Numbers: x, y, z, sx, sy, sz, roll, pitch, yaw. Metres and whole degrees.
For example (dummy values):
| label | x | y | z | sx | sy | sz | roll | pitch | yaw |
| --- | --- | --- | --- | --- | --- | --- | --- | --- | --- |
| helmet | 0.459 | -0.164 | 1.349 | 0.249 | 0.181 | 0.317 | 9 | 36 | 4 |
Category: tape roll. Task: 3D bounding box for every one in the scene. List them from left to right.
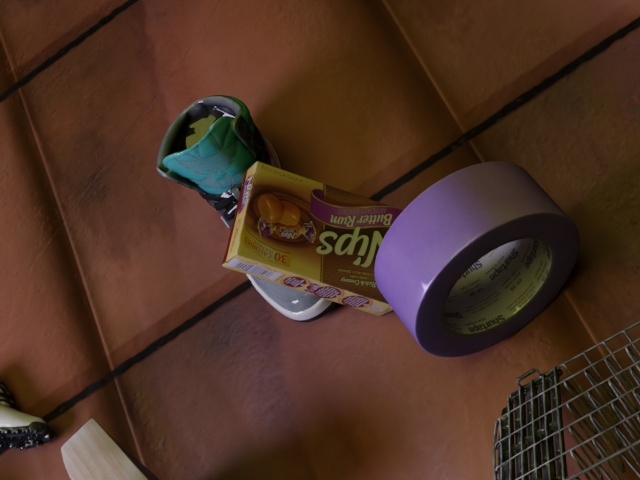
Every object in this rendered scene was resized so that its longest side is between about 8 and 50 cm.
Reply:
| label | x | y | z | sx | sy | sz | roll | pitch | yaw |
| --- | --- | --- | --- | --- | --- | --- | --- | --- | --- |
| tape roll | 0.152 | 0.020 | 1.328 | 0.189 | 0.189 | 0.080 | -40 | 54 | 7 |

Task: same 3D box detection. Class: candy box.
| label | x | y | z | sx | sy | sz | roll | pitch | yaw |
| --- | --- | --- | --- | --- | --- | --- | --- | --- | --- |
| candy box | 0.000 | 0.000 | 1.436 | 0.053 | 0.187 | 0.109 | 143 | 142 | -64 |

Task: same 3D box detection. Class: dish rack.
| label | x | y | z | sx | sy | sz | roll | pitch | yaw |
| --- | --- | --- | --- | --- | --- | --- | --- | --- | --- |
| dish rack | 0.278 | 0.149 | 1.215 | 0.271 | 0.074 | 0.208 | -32 | 17 | 21 |

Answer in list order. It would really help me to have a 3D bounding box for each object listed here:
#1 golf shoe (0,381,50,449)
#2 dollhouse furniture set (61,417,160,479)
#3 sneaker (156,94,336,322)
| label | x | y | z | sx | sy | sz | roll | pitch | yaw |
| --- | --- | --- | --- | --- | --- | --- | --- | --- | --- |
| golf shoe | -0.400 | 0.197 | 1.630 | 0.198 | 0.077 | 0.094 | 3 | 68 | 30 |
| dollhouse furniture set | -0.228 | 0.387 | 1.330 | 0.303 | 0.198 | 0.286 | -44 | 52 | -9 |
| sneaker | -0.086 | -0.054 | 1.506 | 0.124 | 0.178 | 0.295 | -37 | 54 | 9 |
